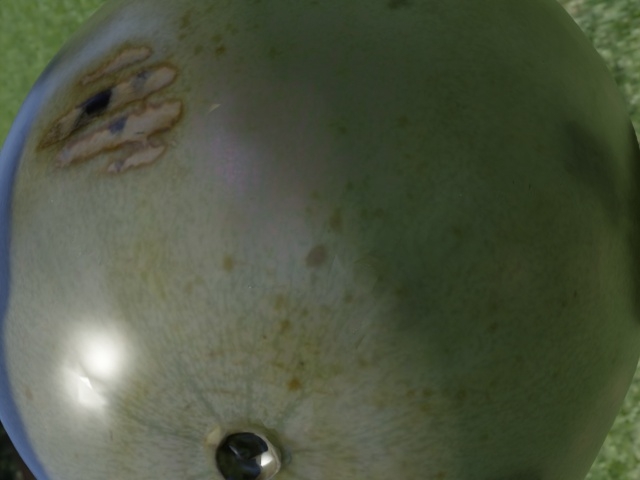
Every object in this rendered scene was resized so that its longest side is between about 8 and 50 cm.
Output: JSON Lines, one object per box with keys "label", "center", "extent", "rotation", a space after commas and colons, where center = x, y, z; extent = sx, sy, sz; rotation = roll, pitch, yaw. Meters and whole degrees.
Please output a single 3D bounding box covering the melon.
{"label": "melon", "center": [0.000, 0.000, 0.531], "extent": [0.330, 0.268, 0.268], "rotation": [-72, -27, -63]}
